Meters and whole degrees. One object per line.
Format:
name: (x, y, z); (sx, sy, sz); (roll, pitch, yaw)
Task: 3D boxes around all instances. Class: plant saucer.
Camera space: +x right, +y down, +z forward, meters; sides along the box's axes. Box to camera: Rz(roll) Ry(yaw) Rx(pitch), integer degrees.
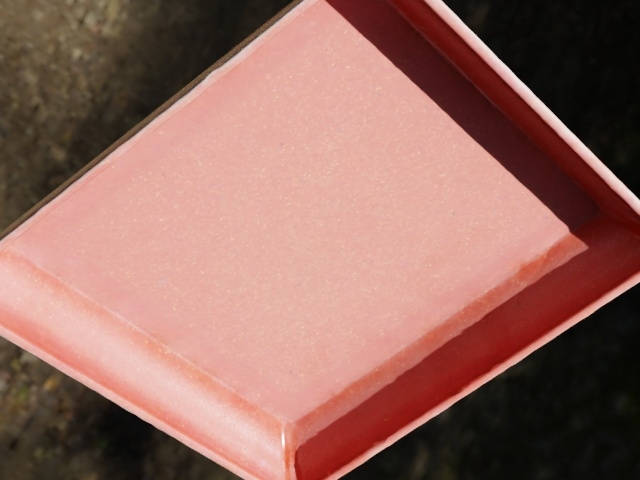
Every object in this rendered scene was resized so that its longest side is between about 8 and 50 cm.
plant saucer: (0.000, 0.000, 0.758); (0.258, 0.048, 0.259); (-36, 132, 19)
